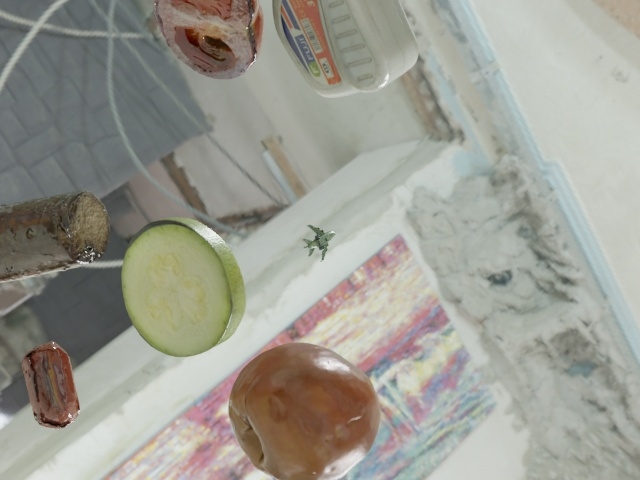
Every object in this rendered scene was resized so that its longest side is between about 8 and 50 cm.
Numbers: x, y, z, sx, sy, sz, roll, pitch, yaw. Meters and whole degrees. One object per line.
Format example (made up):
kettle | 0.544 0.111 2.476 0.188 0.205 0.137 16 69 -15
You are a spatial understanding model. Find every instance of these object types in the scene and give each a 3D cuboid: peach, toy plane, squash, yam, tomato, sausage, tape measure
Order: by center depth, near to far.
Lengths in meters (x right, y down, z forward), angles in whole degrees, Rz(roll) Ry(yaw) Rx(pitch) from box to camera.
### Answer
yam | -0.460 0.002 1.238 0.280 0.131 0.131 -8 -56 22
sausage | -0.427 0.232 1.304 0.141 0.076 0.076 70 -22 13
tape measure | 0.038 -0.383 1.406 0.265 0.130 0.258 1 -55 54
squash | -0.251 0.083 1.465 0.252 0.049 0.252 7 -76 29
tomato | -0.193 -0.417 1.493 0.199 0.112 0.228 15 -46 10
toy plane | 0.002 0.000 1.657 0.033 0.083 0.080 -8 -73 54
peach | -0.032 0.385 1.861 0.343 0.302 0.342 41 -33 35
